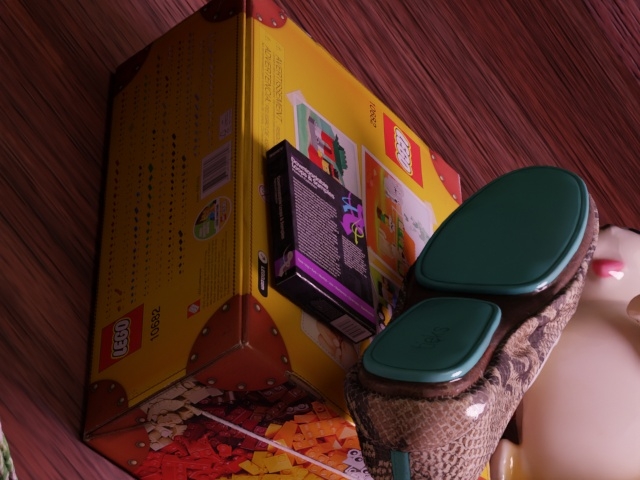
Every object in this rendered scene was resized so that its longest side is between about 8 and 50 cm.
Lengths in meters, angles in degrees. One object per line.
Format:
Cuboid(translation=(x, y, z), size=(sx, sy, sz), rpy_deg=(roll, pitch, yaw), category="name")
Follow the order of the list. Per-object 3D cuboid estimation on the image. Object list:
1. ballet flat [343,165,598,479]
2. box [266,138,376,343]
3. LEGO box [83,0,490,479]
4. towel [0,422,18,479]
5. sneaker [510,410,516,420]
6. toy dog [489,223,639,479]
Cuboid(translation=(0.140, 0.097, 1.644), size=(0.483, 0.164, 0.182), rpy_deg=(-50, 141, -58), category="ballet flat")
Cuboid(translation=(0.000, 0.000, 1.621), size=(0.116, 0.029, 0.162), rpy_deg=(38, 35, -38), category="box")
Cuboid(translation=(-0.024, 0.048, 1.780), size=(0.372, 0.193, 0.500), rpy_deg=(40, 32, -34), category="LEGO box")
Cuboid(translation=(-0.281, 0.040, 1.290), size=(0.325, 0.038, 0.248), rpy_deg=(104, -35, -68), category="towel")
Cuboid(translation=(0.205, 0.140, 2.241), size=(0.067, 0.064, 0.175), rpy_deg=(8, 56, -63), category="sneaker")
Cuboid(translation=(0.348, 0.171, 2.140), size=(0.395, 0.284, 0.408), rpy_deg=(50, 41, -56), category="toy dog")
